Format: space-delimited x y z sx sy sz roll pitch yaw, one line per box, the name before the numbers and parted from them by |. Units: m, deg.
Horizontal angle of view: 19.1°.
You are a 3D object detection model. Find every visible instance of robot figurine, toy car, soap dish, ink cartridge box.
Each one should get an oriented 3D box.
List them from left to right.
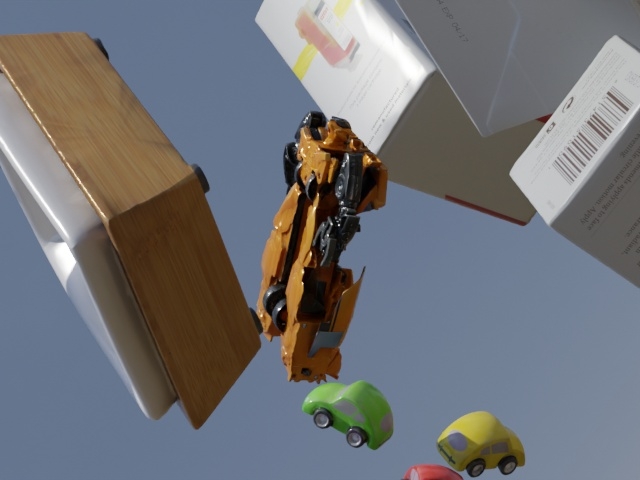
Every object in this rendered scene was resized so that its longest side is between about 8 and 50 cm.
soap dish | -0.163 -0.020 1.512 0.118 0.291 0.229 -28 -48 -10
robot figurine | 0.000 0.000 2.133 0.085 0.211 0.291 6 -68 -23
toy car | 0.086 0.199 1.947 0.239 0.225 0.053 -33 -33 -59
ink cartridge box | 0.123 -0.215 2.432 0.279 0.385 0.160 16 -63 -36

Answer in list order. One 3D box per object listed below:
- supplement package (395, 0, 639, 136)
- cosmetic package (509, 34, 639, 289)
supplement package | 0.182 -0.260 1.697 0.204 0.262 0.145 -18 30 34
cosmetic package | 0.279 -0.044 1.530 0.151 0.183 0.151 -53 16 10
